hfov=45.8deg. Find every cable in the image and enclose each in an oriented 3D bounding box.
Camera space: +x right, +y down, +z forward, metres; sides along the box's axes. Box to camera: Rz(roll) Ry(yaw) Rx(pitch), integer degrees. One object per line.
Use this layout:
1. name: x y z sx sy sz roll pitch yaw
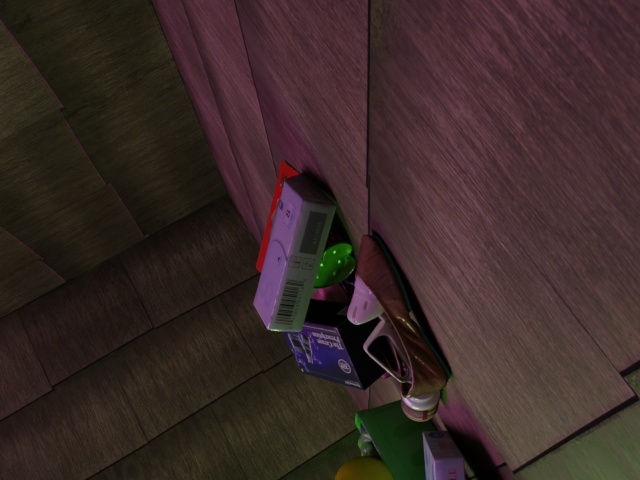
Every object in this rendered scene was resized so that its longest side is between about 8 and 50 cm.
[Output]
1. cable: 0.090 0.143 1.882 0.150 0.047 0.184 47 165 57

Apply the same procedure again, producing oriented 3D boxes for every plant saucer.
1. plant saucer: 0.078 0.246 2.086 0.332 0.084 0.332 58 177 5

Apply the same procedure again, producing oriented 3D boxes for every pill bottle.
1. pill bottle: 0.217 0.334 1.644 0.086 0.086 0.152 56 171 26

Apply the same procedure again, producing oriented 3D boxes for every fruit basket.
1. fruit basket: 0.169 0.630 1.983 0.392 0.392 0.283 57 171 20

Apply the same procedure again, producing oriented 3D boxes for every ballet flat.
1. ballet flat: 0.128 0.160 1.450 0.342 0.124 0.116 63 171 -15

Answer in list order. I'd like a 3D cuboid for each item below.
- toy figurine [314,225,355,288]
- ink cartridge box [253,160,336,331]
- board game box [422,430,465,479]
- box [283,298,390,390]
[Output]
1. toy figurine: 0.000 0.000 1.782 0.173 0.130 0.159 109 145 -50
2. ink cartridge box: -0.102 -0.005 1.793 0.385 0.091 0.308 -135 56 -61
3. board game box: 0.277 0.606 1.668 0.318 0.065 0.319 43 -137 -85
4. box: 0.027 0.252 1.889 0.261 0.103 0.184 1 122 54
